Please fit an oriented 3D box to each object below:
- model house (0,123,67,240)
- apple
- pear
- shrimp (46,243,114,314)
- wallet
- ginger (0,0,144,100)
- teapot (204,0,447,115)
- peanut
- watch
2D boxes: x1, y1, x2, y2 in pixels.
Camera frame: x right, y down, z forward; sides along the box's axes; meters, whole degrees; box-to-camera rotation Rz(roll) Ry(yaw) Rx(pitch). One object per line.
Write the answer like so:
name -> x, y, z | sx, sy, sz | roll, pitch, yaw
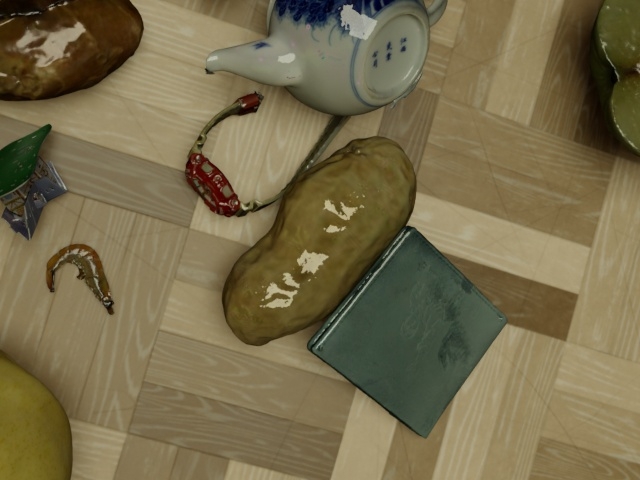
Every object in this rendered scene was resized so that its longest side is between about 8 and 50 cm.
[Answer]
model house -> -0.429, -0.077, 1.440 | 0.117, 0.167, 0.088 | -25, 124, 15
apple -> 0.606, -0.292, 1.582 | 0.360, 0.320, 0.311 | -12, 130, -6
pear -> -0.485, 0.297, 1.342 | 0.309, 0.309, 0.309 | 0, 89, -12
shrimp -> -0.365, 0.068, 1.502 | 0.091, 0.025, 0.127 | -34, 91, -10
wallet -> 0.146, 0.146, 1.547 | 0.290, 0.054, 0.251 | 43, 82, -30
ginger -> -0.416, -0.288, 1.431 | 0.321, 0.172, 0.165 | -13, 129, -12
teapot -> 0.021, -0.329, 1.496 | 0.424, 0.280, 0.252 | -32, 138, -28
peanut -> 0.000, 0.000, 1.493 | 0.169, 0.192, 0.387 | 34, 80, 31
watch -> -0.090, -0.154, 1.538 | 0.165, 0.102, 0.268 | 42, 73, -6
